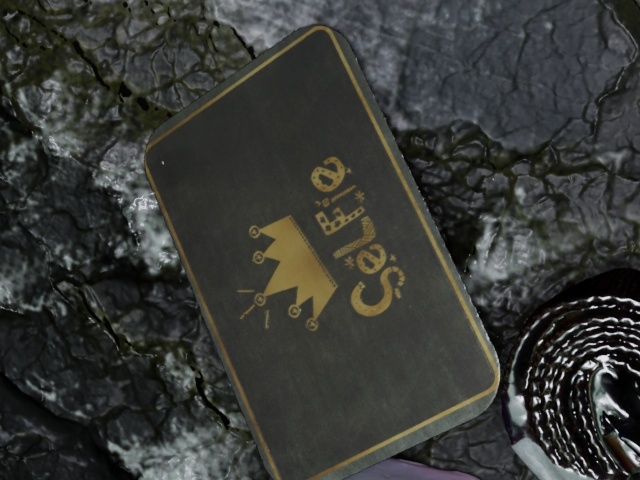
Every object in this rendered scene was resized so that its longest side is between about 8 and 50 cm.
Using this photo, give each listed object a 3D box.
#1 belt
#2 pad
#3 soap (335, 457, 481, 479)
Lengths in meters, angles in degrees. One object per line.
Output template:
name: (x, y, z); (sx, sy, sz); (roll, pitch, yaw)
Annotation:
belt: (0.273, 0.164, 0.912); (0.184, 0.164, 0.289); (-42, 83, 19)
pad: (0.001, 0.000, 0.957); (0.315, 0.063, 0.375); (-31, 75, 23)
soap: (0.024, 0.360, 1.057); (0.193, 0.109, 0.323); (13, 104, 7)
